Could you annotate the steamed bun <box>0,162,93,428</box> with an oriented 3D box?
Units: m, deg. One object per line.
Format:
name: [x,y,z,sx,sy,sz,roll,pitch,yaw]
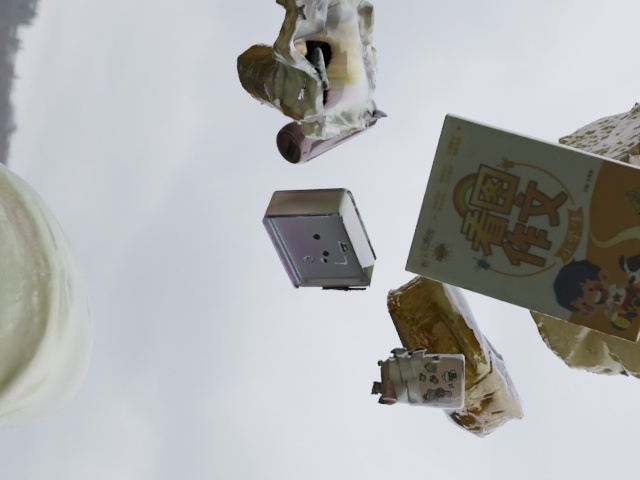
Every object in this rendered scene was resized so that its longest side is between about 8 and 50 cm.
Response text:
steamed bun: [-0.510,0.054,1.718,0.456,0.290,0.371,58,-5,8]

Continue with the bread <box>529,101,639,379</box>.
bread: [0.511,-0.005,1.852,0.279,0.371,0.390,-6,-62,45]

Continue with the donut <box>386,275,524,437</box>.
donut: [0.240,0.210,2.083,0.160,0.330,0.330,-34,-148,0]

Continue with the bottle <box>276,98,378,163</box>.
bottle: [0.010,-0.141,1.412,0.053,0.140,0.053,31,-44,36]

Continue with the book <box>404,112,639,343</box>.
book: [0.265,-0.015,1.361,0.020,0.295,0.208,-44,149,-67]

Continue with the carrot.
carrot: [-0.033,-0.245,1.809,0.302,0.114,0.114,28,-72,55]

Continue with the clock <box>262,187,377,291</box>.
clock: [0.000,0.000,1.921,0.192,0.147,0.071,66,31,-44]

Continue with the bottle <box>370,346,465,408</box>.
bottle: [0.157,0.223,1.838,0.099,0.152,0.099,2,90,-82]

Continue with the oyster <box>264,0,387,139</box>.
oyster: [-0.007,-0.198,1.154,0.354,0.107,0.201,25,61,-71]
